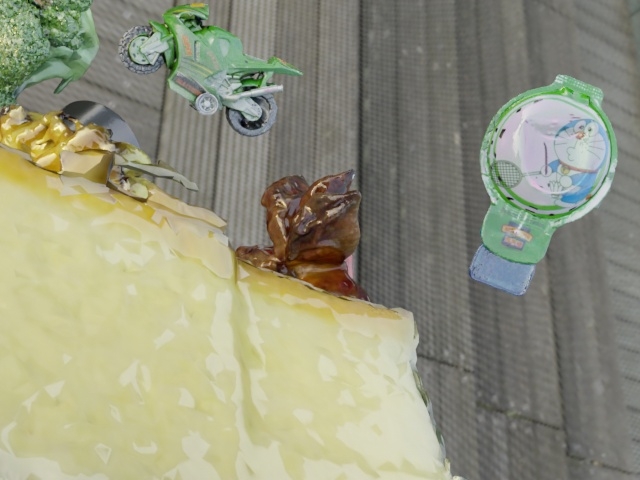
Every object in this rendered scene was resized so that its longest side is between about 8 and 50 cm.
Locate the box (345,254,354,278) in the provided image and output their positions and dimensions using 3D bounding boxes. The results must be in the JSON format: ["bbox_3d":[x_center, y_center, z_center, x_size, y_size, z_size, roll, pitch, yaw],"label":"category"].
[{"bbox_3d":[0.000,0.000,1.730,0.111,0.060,0.156,1,80,-2],"label":"box"}]

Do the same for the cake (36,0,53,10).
[{"bbox_3d":[-0.297,-0.263,0.946,0.055,0.051,0.140,-29,66,-7],"label":"cake"}]

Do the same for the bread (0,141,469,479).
[{"bbox_3d":[-0.083,0.052,0.481,0.315,0.279,0.248,74,4,-45],"label":"bread"}]

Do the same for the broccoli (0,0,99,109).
[{"bbox_3d":[-0.638,-0.439,2.142,0.321,0.413,0.310,34,10,17],"label":"broccoli"}]

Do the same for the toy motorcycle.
[{"bbox_3d":[-0.121,-0.194,1.115,0.190,0.074,0.106,29,94,-17],"label":"toy motorcycle"}]

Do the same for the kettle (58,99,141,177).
[{"bbox_3d":[-0.479,-0.080,1.882,0.262,0.203,0.308,66,33,-20],"label":"kettle"}]

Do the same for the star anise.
[{"bbox_3d":[-0.017,0.025,0.913,0.111,0.212,0.196,-13,35,-15],"label":"star anise"}]

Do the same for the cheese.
[{"bbox_3d":[0.313,-0.078,1.468,0.203,0.083,0.321,20,97,-8],"label":"cheese"}]

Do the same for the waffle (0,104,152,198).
[{"bbox_3d":[-0.384,0.015,1.159,0.382,0.379,0.095,-64,151,-23],"label":"waffle"}]
